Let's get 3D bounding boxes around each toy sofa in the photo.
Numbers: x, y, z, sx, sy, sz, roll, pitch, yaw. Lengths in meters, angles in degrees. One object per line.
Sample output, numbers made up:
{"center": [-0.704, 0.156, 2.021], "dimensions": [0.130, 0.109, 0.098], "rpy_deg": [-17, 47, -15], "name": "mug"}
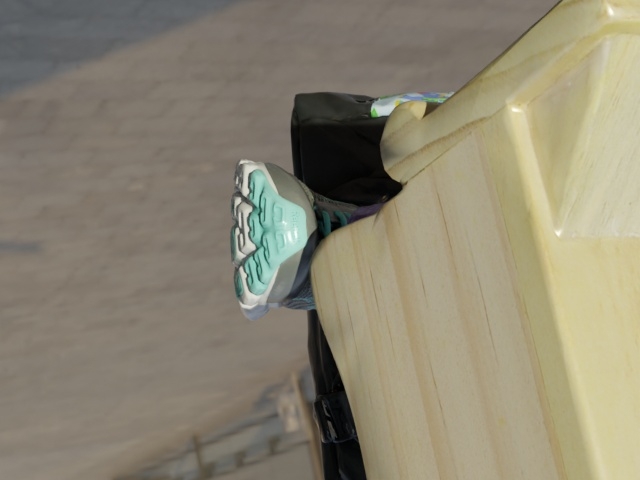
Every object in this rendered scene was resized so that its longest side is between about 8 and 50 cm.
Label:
{"center": [0.125, 0.119, 0.390], "dimensions": [0.150, 0.363, 0.177], "rpy_deg": [0, 157, -28], "name": "toy sofa"}

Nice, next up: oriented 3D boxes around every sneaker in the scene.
{"center": [0.000, 0.000, 0.568], "dimensions": [0.076, 0.065, 0.166], "rpy_deg": [-2, 176, -1], "name": "sneaker"}

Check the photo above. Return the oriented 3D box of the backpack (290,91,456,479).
{"center": [0.188, 0.029, 0.814], "dimensions": [0.355, 0.290, 0.273], "rpy_deg": [-11, 171, 19], "name": "backpack"}
